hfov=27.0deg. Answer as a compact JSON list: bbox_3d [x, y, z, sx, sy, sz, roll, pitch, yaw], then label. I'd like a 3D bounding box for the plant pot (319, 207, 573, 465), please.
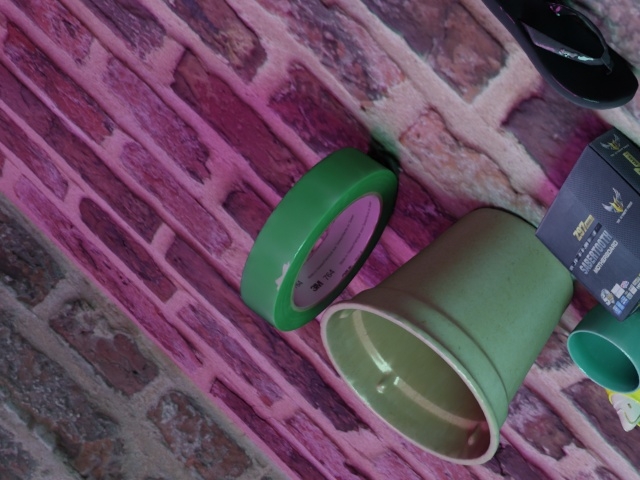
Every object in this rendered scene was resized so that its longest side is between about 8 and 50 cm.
[{"bbox_3d":[0.221,0.123,2.083,0.334,0.305,0.334,33,152,21],"label":"plant pot"}]

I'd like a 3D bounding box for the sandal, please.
[{"bbox_3d":[0.293,-0.260,1.665,0.254,0.097,0.054,44,154,3],"label":"sandal"}]

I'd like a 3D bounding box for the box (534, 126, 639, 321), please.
[{"bbox_3d":[0.408,-0.018,1.839,0.183,0.059,0.232,49,150,18],"label":"box"}]

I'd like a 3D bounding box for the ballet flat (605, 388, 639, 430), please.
[{"bbox_3d":[0.529,0.289,2.137,0.231,0.077,0.077,40,154,11],"label":"ballet flat"}]

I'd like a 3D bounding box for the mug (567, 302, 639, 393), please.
[{"bbox_3d":[0.463,0.163,2.029,0.157,0.097,0.129,50,153,-13],"label":"mug"}]

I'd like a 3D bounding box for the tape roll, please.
[{"bbox_3d":[0.000,0.000,2.203,0.077,0.321,0.321,35,152,19],"label":"tape roll"}]
